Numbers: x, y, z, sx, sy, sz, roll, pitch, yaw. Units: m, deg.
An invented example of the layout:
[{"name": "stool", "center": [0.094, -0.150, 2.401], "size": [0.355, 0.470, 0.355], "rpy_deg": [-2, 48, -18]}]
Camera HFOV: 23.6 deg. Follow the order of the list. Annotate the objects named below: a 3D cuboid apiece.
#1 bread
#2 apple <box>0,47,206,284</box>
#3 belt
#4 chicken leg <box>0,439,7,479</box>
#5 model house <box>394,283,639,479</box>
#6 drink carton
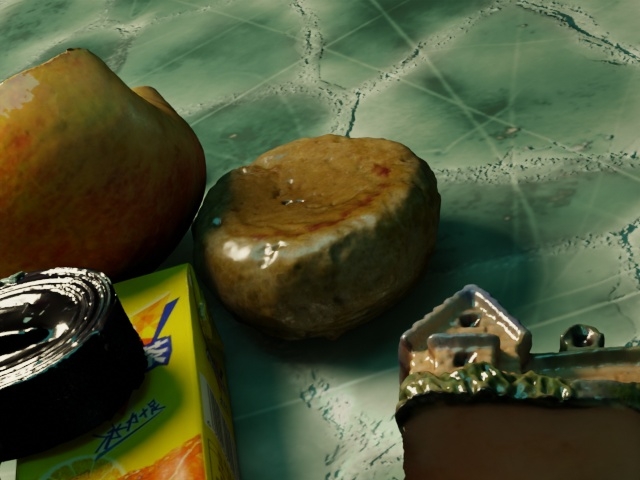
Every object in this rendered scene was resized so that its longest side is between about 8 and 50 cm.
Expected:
[{"name": "bread", "center": [0.000, 0.000, 1.333], "size": [0.230, 0.123, 0.230], "rpy_deg": [-13, 28, 7]}, {"name": "apple", "center": [-0.217, -0.021, 1.347], "size": [0.251, 0.293, 0.163], "rpy_deg": [-41, 74, 8]}, {"name": "belt", "center": [-0.235, 0.091, 1.154], "size": [0.198, 0.078, 0.151], "rpy_deg": [-17, 34, 8]}, {"name": "chicken leg", "center": [-0.278, 0.251, 1.085], "size": [0.105, 0.063, 0.234], "rpy_deg": [10, 83, 29]}, {"name": "model house", "center": [0.146, 0.119, 1.064], "size": [0.182, 0.167, 0.172], "rpy_deg": [0, 32, 6]}, {"name": "drink carton", "center": [-0.146, 0.167, 1.165], "size": [0.154, 0.111, 0.351], "rpy_deg": [-17, 33, 2]}]
